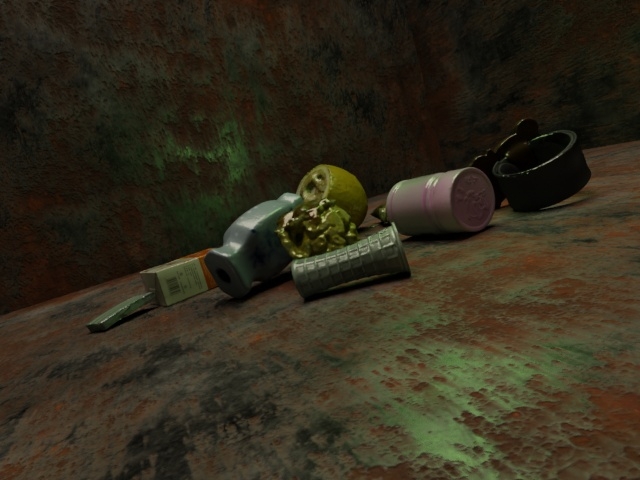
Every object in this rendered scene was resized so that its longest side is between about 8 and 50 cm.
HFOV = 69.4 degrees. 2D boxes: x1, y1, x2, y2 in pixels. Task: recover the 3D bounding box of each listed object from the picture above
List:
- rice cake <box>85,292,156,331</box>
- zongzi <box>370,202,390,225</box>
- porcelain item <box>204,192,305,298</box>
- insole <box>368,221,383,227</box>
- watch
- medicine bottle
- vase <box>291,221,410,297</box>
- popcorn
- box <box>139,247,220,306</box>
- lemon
[{"bbox_3d":[-0.730,0.259,1.704,0.127,0.043,0.237,-13,15,35],"label":"rice cake"},{"bbox_3d":[0.285,-0.124,2.228,0.204,0.094,0.205,-5,14,35],"label":"zongzi"},{"bbox_3d":[-0.199,0.003,1.592,0.178,0.243,0.405,-6,29,42],"label":"porcelain item"},{"bbox_3d":[0.319,-0.094,2.297,0.193,0.006,0.065,-19,8,-24],"label":"insole"},{"bbox_3d":[0.737,-0.231,1.620,0.335,0.314,0.327,-30,17,9],"label":"watch"},{"bbox_3d":[0.399,-0.124,1.575,0.212,0.212,0.325,-20,7,-28],"label":"medicine bottle"},{"bbox_3d":[0.076,0.060,1.239,0.298,0.143,0.143,-17,7,8],"label":"vase"},{"bbox_3d":[-0.004,-0.008,1.482,0.293,0.237,0.293,-16,28,9],"label":"popcorn"},{"bbox_3d":[-0.525,0.139,1.889,0.341,0.143,0.225,-20,9,-36],"label":"box"},{"bbox_3d":[0.068,-0.170,2.232,0.364,0.364,0.364,-16,8,2],"label":"lemon"}]
